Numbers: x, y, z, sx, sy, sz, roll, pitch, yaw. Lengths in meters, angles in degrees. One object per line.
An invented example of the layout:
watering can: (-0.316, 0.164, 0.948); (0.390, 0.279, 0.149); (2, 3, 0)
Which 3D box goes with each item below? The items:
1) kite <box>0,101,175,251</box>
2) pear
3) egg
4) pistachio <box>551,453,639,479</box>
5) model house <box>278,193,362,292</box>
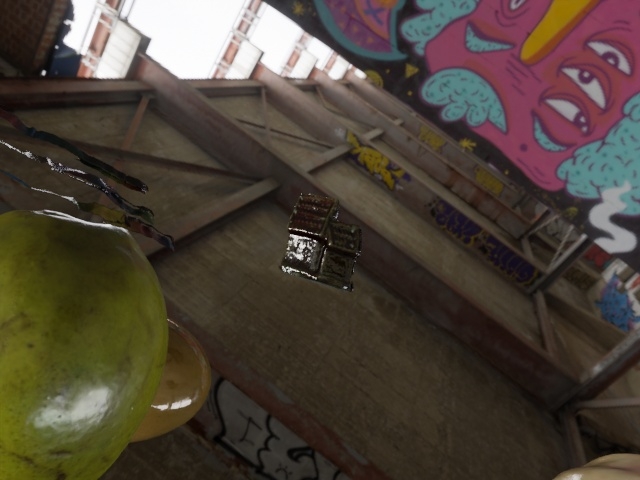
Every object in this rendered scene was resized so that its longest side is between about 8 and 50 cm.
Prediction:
kite: (-0.194, -0.064, 0.274); (0.285, 0.015, 0.152); (31, -164, -52)
pear: (-0.296, 0.120, 0.539); (0.253, 0.307, 0.253); (18, 174, 2)
egg: (-0.365, 0.245, 0.939); (0.323, 0.250, 0.250); (14, -154, 1)
pistachio: (0.342, 0.305, 0.472); (0.188, 0.299, 0.187); (9, -105, -35)
model house: (0.006, 0.002, 0.867); (0.165, 0.152, 0.106); (13, 180, 25)
